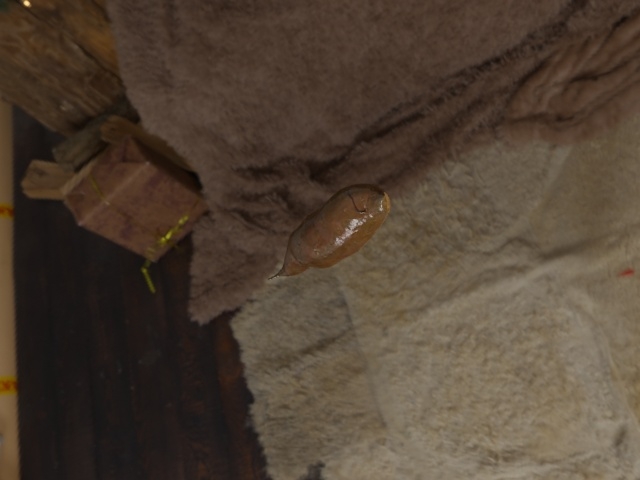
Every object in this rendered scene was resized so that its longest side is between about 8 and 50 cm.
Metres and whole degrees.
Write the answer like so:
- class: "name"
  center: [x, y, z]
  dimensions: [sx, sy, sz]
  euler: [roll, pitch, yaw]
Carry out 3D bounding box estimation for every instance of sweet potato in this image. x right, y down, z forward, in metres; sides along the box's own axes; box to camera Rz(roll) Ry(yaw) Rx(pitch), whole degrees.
- class: "sweet potato"
  center: [0.000, 0.000, 0.705]
  dimensions: [0.195, 0.056, 0.056]
  euler: [-34, 49, 53]
